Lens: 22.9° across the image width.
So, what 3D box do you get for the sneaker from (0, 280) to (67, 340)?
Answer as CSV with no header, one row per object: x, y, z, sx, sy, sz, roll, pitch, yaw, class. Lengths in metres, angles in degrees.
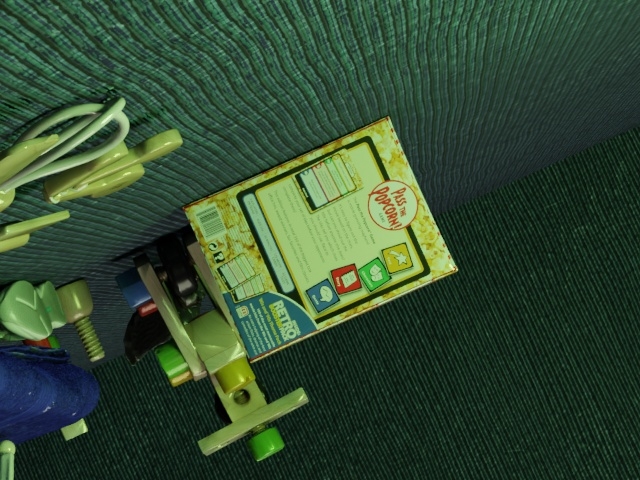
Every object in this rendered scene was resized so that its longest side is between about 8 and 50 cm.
-0.267,0.069,1.386,0.061,0.053,0.152,-21,177,1,sneaker

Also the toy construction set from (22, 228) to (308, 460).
-0.134,0.126,1.580,0.309,0.237,0.257,-21,175,-30,toy construction set

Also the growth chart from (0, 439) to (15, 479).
-0.351,0.267,1.366,0.237,0.021,0.172,-25,-140,23,growth chart

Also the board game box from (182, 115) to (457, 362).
0.000,0.000,1.352,0.193,0.146,0.045,-23,176,0,board game box

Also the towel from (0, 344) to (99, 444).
-0.331,0.143,1.339,0.228,0.076,0.308,-20,170,5,towel

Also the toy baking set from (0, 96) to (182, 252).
-0.178,-0.026,0.853,0.197,0.030,0.256,-27,176,7,toy baking set

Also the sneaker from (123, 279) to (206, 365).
-0.157,0.072,1.804,0.170,0.089,0.051,-21,175,-29,sneaker
